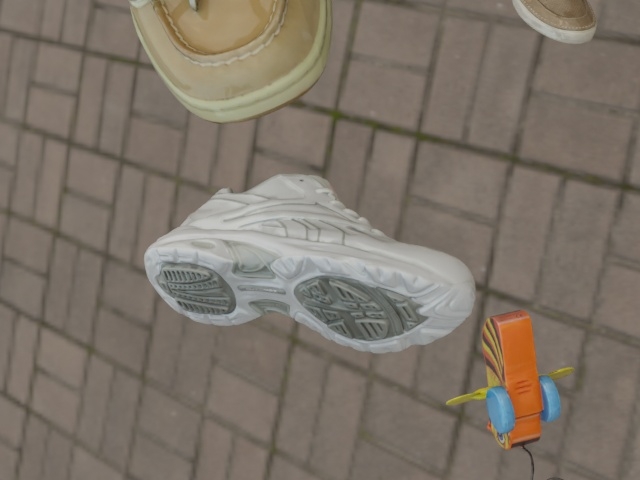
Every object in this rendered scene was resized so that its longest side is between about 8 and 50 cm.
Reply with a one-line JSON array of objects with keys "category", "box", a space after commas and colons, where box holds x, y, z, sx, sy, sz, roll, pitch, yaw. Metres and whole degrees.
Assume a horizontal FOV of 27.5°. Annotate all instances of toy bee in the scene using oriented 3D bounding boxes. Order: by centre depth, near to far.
[{"category": "toy bee", "box": [0.282, 0.253, 1.985, 0.162, 0.195, 0.298, 178, 101, -76]}]

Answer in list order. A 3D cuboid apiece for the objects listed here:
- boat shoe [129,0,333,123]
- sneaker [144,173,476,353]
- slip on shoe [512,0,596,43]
[{"category": "boat shoe", "box": [-0.068, -0.181, 0.682, 0.104, 0.089, 0.285, -22, 53, 3]}, {"category": "sneaker", "box": [0.000, 0.000, 0.866, 0.232, 0.115, 0.090, 9, 139, 26]}, {"category": "slip on shoe", "box": [0.166, -0.201, 0.977, 0.041, 0.051, 0.135, 102, 154, -48]}]
